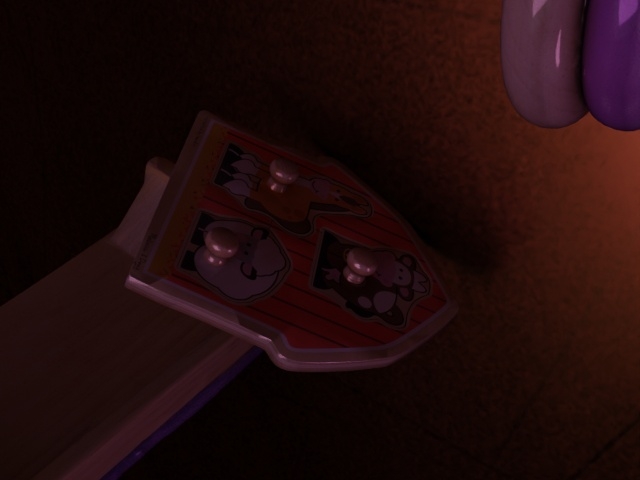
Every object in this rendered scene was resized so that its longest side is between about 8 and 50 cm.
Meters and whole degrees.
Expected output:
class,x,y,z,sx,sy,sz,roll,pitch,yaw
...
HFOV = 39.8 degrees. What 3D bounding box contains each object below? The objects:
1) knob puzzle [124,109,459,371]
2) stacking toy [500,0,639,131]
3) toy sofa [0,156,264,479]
class,x,y,z,sx,sy,sz,roll,pitch,yaw
knob puzzle,0.000,0.000,0.532,0.213,0.213,0.030,42,129,14
stacking toy,0.247,-0.083,0.345,0.330,0.141,0.141,17,119,26
toy sofa,-0.177,0.116,0.588,0.150,0.362,0.177,32,137,21
